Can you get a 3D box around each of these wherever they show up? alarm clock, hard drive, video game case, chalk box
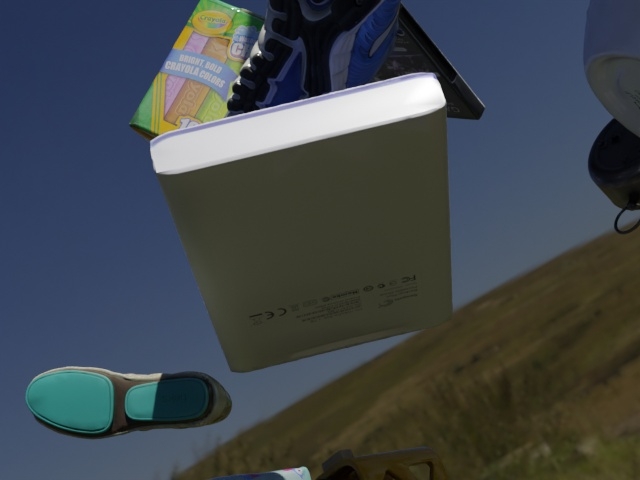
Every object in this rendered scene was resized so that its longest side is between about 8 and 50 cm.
[{"bbox_3d":[0.354,-0.085,1.391,0.129,0.064,0.192,-18,42,45],"label":"alarm clock"},{"bbox_3d":[0.000,0.000,1.021,0.210,0.040,0.318,-14,-32,-1],"label":"hard drive"},{"bbox_3d":[0.059,-0.242,1.550,0.196,0.274,0.026,11,67,45],"label":"video game case"},{"bbox_3d":[-0.084,-0.168,1.355,0.213,0.132,0.132,-62,-18,-10],"label":"chalk box"}]

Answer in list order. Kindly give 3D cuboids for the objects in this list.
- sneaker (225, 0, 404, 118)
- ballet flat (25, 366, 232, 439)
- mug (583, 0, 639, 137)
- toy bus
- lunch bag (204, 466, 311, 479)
[{"bbox_3d":[0.015,-0.225,1.148,0.330,0.130,0.147,-65,-8,29],"label":"sneaker"},{"bbox_3d":[-0.149,0.130,0.987,0.168,0.057,0.052,1,-13,19],"label":"ballet flat"},{"bbox_3d":[0.373,-0.273,1.139,0.328,0.374,0.276,-54,36,-11],"label":"mug"},{"bbox_3d":[0.038,0.264,1.269,0.191,0.104,0.202,-21,-24,-1],"label":"toy bus"},{"bbox_3d":[-0.152,0.393,1.544,0.223,0.160,0.262,4,-32,-47],"label":"lunch bag"}]
